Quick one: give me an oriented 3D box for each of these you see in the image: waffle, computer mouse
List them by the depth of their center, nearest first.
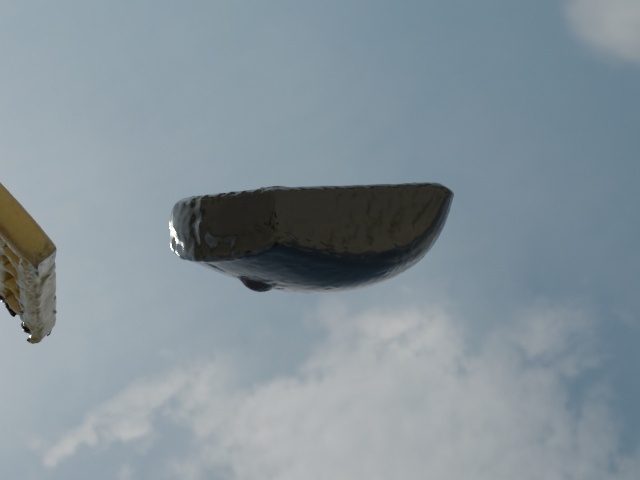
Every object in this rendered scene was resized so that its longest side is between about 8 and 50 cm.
[{"bbox_3d":[-0.185,0.001,0.656,0.097,0.152,0.023,45,-113,8],"label":"waffle"},{"bbox_3d":[0.000,0.000,1.076,0.269,0.100,0.170,-4,178,-40],"label":"computer mouse"}]
